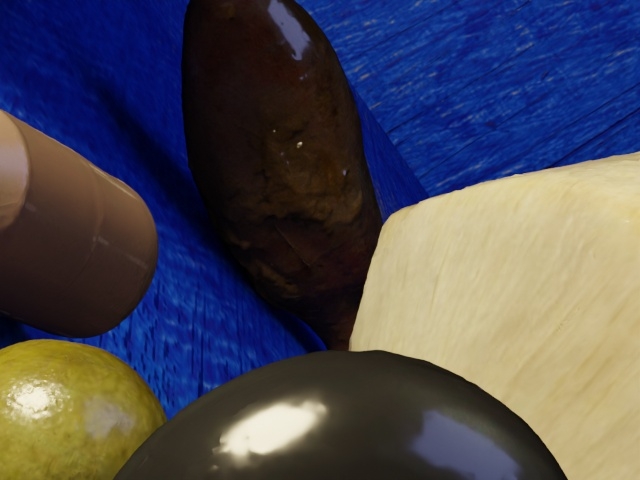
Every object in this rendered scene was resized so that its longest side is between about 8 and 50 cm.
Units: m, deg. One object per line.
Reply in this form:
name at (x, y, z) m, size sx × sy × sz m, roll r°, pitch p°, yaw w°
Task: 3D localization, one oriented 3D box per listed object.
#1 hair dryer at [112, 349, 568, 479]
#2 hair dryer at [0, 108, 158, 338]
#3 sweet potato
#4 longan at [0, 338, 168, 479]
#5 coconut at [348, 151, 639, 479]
hair dryer at (0.111, 0.179, 0.443) m, size 0.284 × 0.156 × 0.320 m, roll 31°, pitch 2°, yaw -33°
hair dryer at (-0.139, -0.049, 0.663) m, size 0.182 × 0.064 × 0.117 m, roll 52°, pitch 7°, yaw 25°
sweet potato at (0.000, 0.000, 1.120) m, size 0.109 × 0.109 × 0.385 m, roll -110°, pitch 177°, yaw -58°
longan at (-0.078, 0.070, 0.533) m, size 0.075 × 0.075 × 0.083 m, roll 45°, pitch 50°, yaw -54°
coconut at (0.165, 0.138, 0.769) m, size 0.415 × 0.344 × 0.415 m, roll 14°, pitch 37°, yaw -11°
